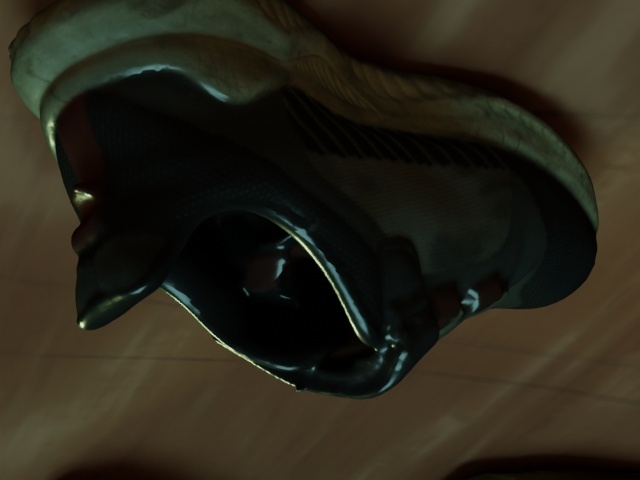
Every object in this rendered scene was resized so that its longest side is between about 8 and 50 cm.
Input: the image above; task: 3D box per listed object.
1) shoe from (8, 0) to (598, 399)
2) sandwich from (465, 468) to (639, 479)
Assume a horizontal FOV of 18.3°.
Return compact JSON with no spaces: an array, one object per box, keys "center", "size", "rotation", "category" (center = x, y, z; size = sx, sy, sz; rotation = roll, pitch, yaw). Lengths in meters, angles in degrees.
[{"center":[0.000,0.000,0.628],"size":[0.227,0.112,0.099],"rotation":[25,142,-36],"category":"shoe"},{"center":[0.179,0.212,1.051],"size":[0.301,0.099,0.271],"rotation":[7,152,-11],"category":"sandwich"}]
